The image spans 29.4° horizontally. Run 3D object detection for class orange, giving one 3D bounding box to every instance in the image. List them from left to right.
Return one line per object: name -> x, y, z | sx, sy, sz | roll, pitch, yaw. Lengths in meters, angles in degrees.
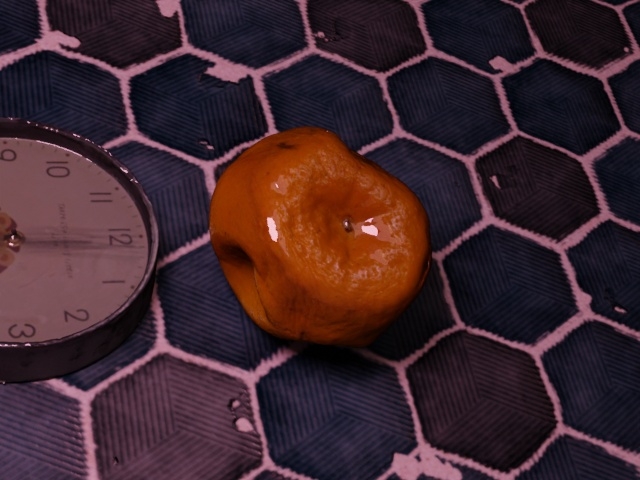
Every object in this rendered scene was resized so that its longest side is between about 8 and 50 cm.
orange -> 0.000, 0.000, 1.312 | 0.249, 0.183, 0.249 | 10, 66, -25

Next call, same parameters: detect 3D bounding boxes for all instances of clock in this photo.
clock -> -0.320, 0.001, 1.270 | 0.313, 0.061, 0.312 | 10, 51, -12
